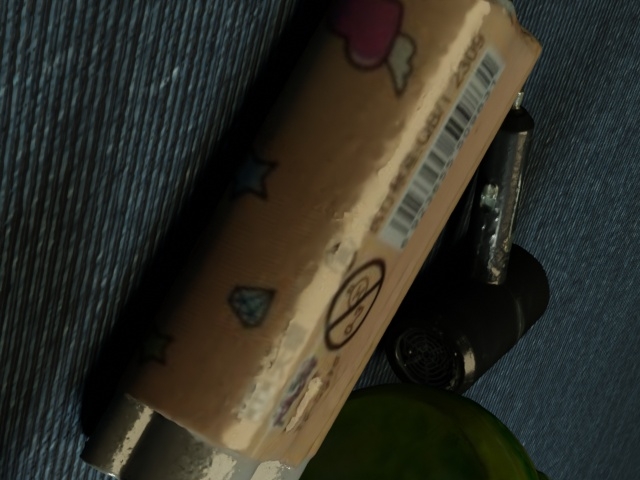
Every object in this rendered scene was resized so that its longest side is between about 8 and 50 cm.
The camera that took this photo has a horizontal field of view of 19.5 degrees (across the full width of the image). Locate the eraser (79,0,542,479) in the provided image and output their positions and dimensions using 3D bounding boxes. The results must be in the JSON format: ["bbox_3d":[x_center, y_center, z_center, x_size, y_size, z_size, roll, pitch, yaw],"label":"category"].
[{"bbox_3d":[0.000,0.000,0.936,0.290,0.087,0.171,-61,159,1],"label":"eraser"}]

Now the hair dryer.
[{"bbox_3d":[0.112,-0.005,1.254,0.124,0.071,0.219,-37,144,-49],"label":"hair dryer"}]

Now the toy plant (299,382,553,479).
[{"bbox_3d":[0.093,0.203,1.272,0.184,0.224,0.316,-48,152,7],"label":"toy plant"}]
